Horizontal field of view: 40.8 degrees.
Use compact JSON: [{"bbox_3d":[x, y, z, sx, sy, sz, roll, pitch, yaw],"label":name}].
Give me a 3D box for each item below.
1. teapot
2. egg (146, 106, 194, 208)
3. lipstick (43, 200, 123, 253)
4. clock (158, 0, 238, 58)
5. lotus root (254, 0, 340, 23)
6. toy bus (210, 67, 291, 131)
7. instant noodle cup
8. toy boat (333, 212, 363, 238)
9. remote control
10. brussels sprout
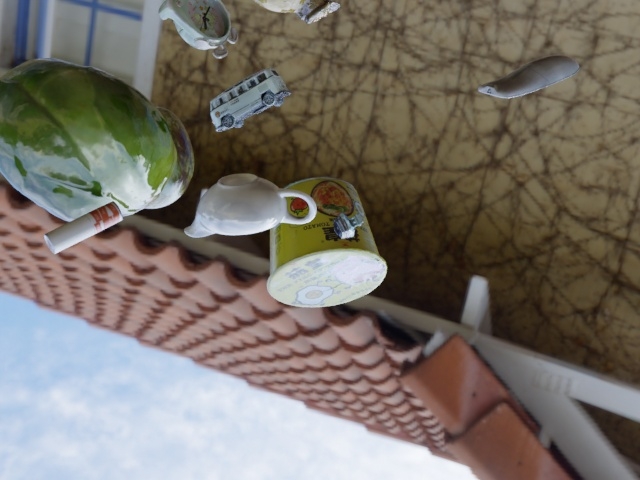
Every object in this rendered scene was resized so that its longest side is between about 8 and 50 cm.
[{"bbox_3d":[-0.119,-0.058,1.413,0.226,0.092,0.145,-1,-155,11],"label":"teapot"},{"bbox_3d":[-0.469,-0.231,2.398,0.238,0.290,0.238,6,160,2],"label":"egg"},{"bbox_3d":[-0.405,-0.023,1.474,0.130,0.038,0.038,-29,-142,-26],"label":"lipstick"},{"bbox_3d":[-0.285,-0.528,2.069,0.191,0.062,0.151,46,-133,-21],"label":"clock"},{"bbox_3d":[-0.090,-0.494,1.447,0.303,0.146,0.131,53,-138,-5],"label":"lotus root"},{"bbox_3d":[-0.169,-0.324,1.985,0.193,0.089,0.087,-27,-178,16],"label":"toy bus"},{"bbox_3d":[0.000,0.000,2.320,0.325,0.326,0.254,3,-123,-22],"label":"instant noodle cup"},{"bbox_3d":[0.064,-0.037,1.930,0.066,0.059,0.140,-26,176,-5],"label":"toy boat"},{"bbox_3d":[0.390,-0.306,1.586,0.229,0.044,0.073,-22,-145,-31],"label":"remote control"},{"bbox_3d":[-0.439,-0.176,1.604,0.371,0.276,0.314,32,175,-41],"label":"brussels sprout"}]
